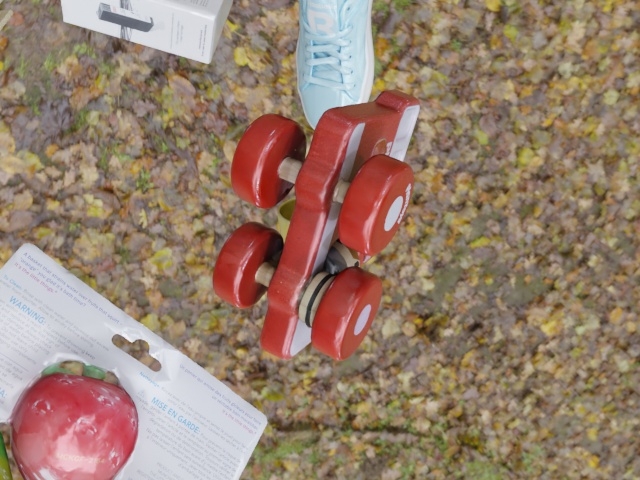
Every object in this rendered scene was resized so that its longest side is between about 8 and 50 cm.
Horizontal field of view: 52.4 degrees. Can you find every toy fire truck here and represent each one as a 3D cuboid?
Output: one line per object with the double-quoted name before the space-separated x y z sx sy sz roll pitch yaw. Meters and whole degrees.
"toy fire truck" 0.023 -0.019 0.757 0.254 0.169 0.302 -27 136 -58

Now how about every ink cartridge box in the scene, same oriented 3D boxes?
"ink cartridge box" -0.304 -0.458 1.173 0.272 0.197 0.114 15 144 -7

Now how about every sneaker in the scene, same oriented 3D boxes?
"sneaker" 0.009 -0.335 0.995 0.135 0.150 0.366 11 111 21

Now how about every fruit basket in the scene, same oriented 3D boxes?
"fruit basket" -0.257 0.233 0.608 0.327 0.353 0.165 40 143 -17

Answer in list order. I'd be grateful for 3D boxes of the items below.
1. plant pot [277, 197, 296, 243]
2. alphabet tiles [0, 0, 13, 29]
"plant pot" 0.000 0.000 0.979 0.134 0.134 0.095 -3 115 -17
"alphabet tiles" -0.586 -0.235 0.923 0.011 0.285 0.343 56 47 -49
